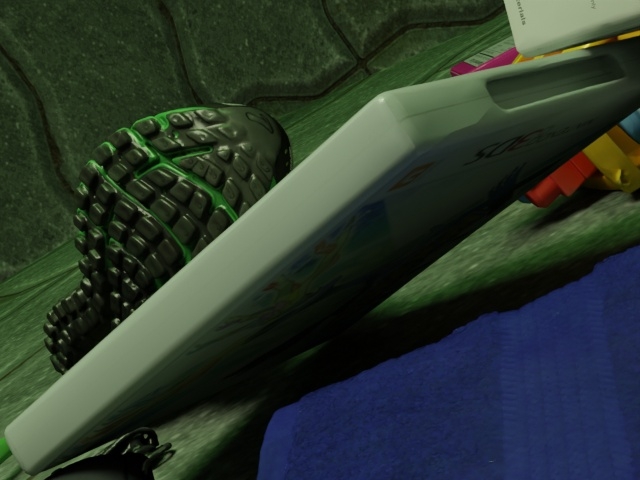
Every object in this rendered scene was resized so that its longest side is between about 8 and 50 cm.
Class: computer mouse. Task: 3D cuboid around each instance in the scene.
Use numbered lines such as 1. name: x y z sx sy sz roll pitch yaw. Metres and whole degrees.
1. computer mouse: -0.174 0.170 0.765 0.184 0.060 0.262 -28 9 -5

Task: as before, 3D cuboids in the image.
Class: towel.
1. towel: 0.114 0.075 0.441 0.308 0.076 0.228 -25 17 15

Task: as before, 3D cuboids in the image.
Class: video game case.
1. video game case: 0.018 0.005 0.744 0.329 0.036 0.300 -39 -12 37

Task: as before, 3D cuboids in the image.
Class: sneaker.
1. sneaker: -0.095 0.008 0.941 0.146 0.134 0.343 -30 -14 -35

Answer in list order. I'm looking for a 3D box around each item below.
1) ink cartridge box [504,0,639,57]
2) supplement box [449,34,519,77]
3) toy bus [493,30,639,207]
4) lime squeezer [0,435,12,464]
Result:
1. ink cartridge box: 0.226 -0.176 0.663 0.172 0.100 0.237 -19 5 -35
2. supplement box: 0.232 -0.143 1.103 0.220 0.111 0.114 -28 9 6
3. toy bus: 0.203 -0.100 0.920 0.211 0.149 0.220 -43 14 -7
4. lime squeezer: -0.297 0.206 1.000 0.310 0.059 0.110 -38 -17 -38
